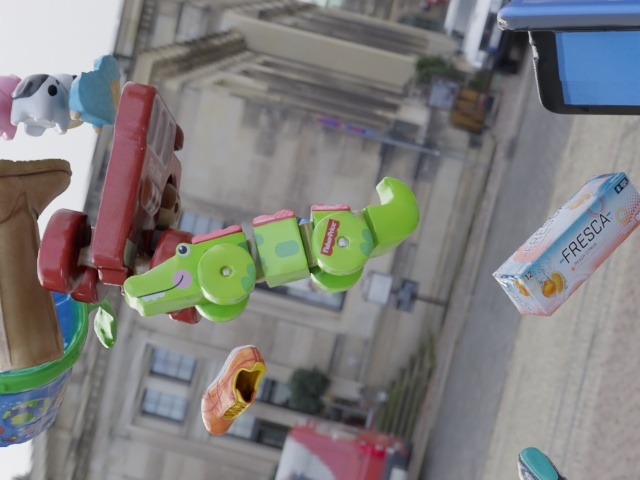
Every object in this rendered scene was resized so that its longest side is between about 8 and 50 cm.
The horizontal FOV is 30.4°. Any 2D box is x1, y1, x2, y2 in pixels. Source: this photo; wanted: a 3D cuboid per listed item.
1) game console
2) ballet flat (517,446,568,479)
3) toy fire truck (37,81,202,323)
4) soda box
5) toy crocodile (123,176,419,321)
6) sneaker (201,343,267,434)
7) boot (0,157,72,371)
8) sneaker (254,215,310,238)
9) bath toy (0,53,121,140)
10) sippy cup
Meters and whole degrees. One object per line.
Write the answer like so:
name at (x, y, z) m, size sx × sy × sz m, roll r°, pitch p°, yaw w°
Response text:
game console at (0.356, -0.187, 1.257) m, size 0.250 × 0.293 × 0.173 m, roll -43°, pitch -48°, yaw -61°
ballet flat at (0.222, 0.243, 1.117) m, size 0.114 × 0.041 × 0.041 m, roll -125°, pitch 42°, yaw -56°
toy fire truck at (-0.216, -0.040, 1.454) m, size 0.302 × 0.169 × 0.254 m, roll 68°, pitch -147°, yaw -81°
soda box at (0.280, 0.004, 1.310) m, size 0.183 × 0.063 × 0.058 m, roll -42°, pitch 15°, yaw -19°
toy crocodile at (-0.052, 0.014, 1.301) m, size 0.115 × 0.340 × 0.105 m, roll 101°, pitch 154°, yaw -75°
sneaker at (-0.133, 0.234, 1.762) m, size 0.175 × 0.064 × 0.067 m, roll -66°, pitch 33°, yaw 33°
boot at (-0.391, 0.029, 1.594) m, size 0.236 × 0.089 × 0.270 m, roll -13°, pitch -89°, yaw -70°
sneaker at (0.000, 0.000, 1.802) m, size 0.069 × 0.209 × 0.082 m, roll -15°, pitch -81°, yaw -81°
bath toy at (-0.486, -0.217, 1.826) m, size 0.151 × 0.348 × 0.129 m, roll 47°, pitch -139°, yaw -70°
sippy cup at (-0.461, 0.177, 1.727) m, size 0.224 × 0.305 × 0.240 m, roll 105°, pitch 170°, yaw -46°
